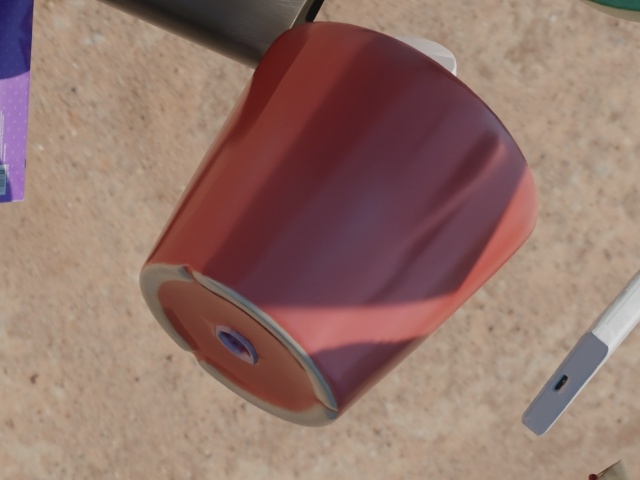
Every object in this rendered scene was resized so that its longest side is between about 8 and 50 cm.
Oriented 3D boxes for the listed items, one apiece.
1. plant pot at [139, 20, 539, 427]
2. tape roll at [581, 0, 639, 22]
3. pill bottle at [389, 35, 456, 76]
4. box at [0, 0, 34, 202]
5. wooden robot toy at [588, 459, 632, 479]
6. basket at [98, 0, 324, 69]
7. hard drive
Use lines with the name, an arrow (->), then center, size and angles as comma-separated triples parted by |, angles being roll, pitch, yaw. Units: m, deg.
plant pot -> 0.000, 0.000, 1.089 | 0.243, 0.275, 0.275 | -52, 129, -24
tape roll -> 0.312, -0.357, 1.181 | 0.321, 0.321, 0.077 | -62, 156, 11
pill bottle -> 0.089, -0.069, 1.562 | 0.181, 0.181, 0.323 | -17, 130, -20
box -> -0.388, -0.202, 1.424 | 0.057, 0.201, 0.293 | -8, 109, -47
wooden robot toy -> 0.112, 0.195, 0.744 | 0.079, 0.076, 0.173 | 6, 118, -35
basket -> -0.110, -0.263, 1.237 | 0.227, 0.204, 0.154 | 30, 137, 1
hard drive -> 0.381, 0.100, 1.689 | 0.307, 0.040, 0.203 | -40, 163, -40
